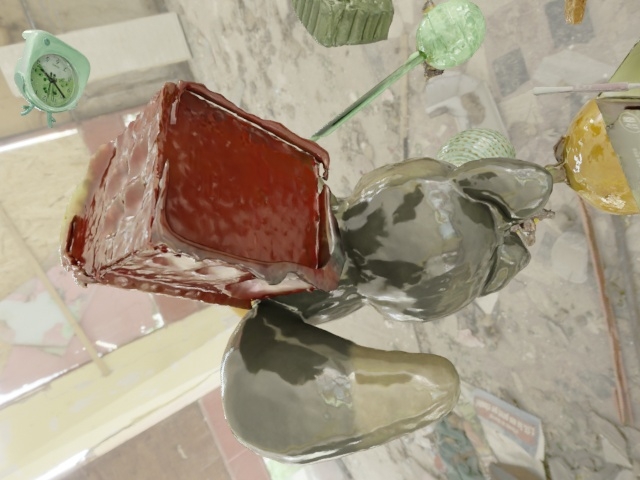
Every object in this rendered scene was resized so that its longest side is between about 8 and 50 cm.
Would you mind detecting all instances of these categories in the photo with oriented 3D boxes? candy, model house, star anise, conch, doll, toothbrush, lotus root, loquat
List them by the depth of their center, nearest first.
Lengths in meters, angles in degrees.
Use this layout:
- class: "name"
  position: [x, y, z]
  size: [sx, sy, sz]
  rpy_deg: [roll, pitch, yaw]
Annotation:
- class: "model house"
  position: [-0.132, -0.015, 0.475]
  size: [0.254, 0.196, 0.160]
  rpy_deg: [-16, 67, 41]
- class: "doll"
  position: [0.085, 0.068, 0.561]
  size: [0.252, 0.382, 0.378]
  rpy_deg: [50, -144, -55]
- class: "toothbrush"
  position: [0.386, -0.206, 0.615]
  size: [0.194, 0.014, 0.017]
  rpy_deg: [8, 96, 42]
- class: "star anise"
  position: [0.288, -0.044, 0.682]
  size: [0.042, 0.141, 0.141]
  rpy_deg: [-95, -11, -73]
- class: "candy"
  position: [0.128, -0.319, 0.946]
  size: [0.440, 0.119, 0.119]
  rpy_deg: [-32, 82, 24]
- class: "conch"
  position: [0.351, -0.197, 1.070]
  size: [0.172, 0.200, 0.131]
  rpy_deg: [19, 102, 51]
- class: "loquat"
  position: [0.745, -0.217, 1.157]
  size: [0.359, 0.328, 0.328]
  rpy_deg: [-17, 100, 23]
- class: "lotus root"
  position: [0.471, -0.820, 1.894]
  size: [0.169, 0.141, 0.314]
  rpy_deg: [-131, 30, -68]

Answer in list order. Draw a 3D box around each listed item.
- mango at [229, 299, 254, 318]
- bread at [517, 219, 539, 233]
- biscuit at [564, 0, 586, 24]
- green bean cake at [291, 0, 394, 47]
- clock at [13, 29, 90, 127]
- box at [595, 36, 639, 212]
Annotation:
- class: "mango"
  position: [-0.140, 0.057, 1.068]
  size: [0.119, 0.177, 0.316]
  rpy_deg: [58, -151, -53]
- class: "bread"
  position: [0.588, -0.118, 1.419]
  size: [0.197, 0.170, 0.197]
  rpy_deg: [13, 120, 24]
- class: "biscuit"
  position: [0.656, -0.703, 1.169]
  size: [0.044, 0.202, 0.288]
  rpy_deg: [4, 124, 15]
- class: "green bean cake"
  position: [0.059, -0.604, 1.189]
  size: [0.222, 0.227, 0.125]
  rpy_deg: [59, 147, 30]
- class: "clock"
  position: [-0.668, -0.389, 1.129]
  size: [0.066, 0.159, 0.210]
  rpy_deg: [15, 84, 26]
- class: "box"
  position: [0.705, -0.245, 0.819]
  size: [0.420, 0.373, 0.138]
  rpy_deg: [40, 175, -34]
